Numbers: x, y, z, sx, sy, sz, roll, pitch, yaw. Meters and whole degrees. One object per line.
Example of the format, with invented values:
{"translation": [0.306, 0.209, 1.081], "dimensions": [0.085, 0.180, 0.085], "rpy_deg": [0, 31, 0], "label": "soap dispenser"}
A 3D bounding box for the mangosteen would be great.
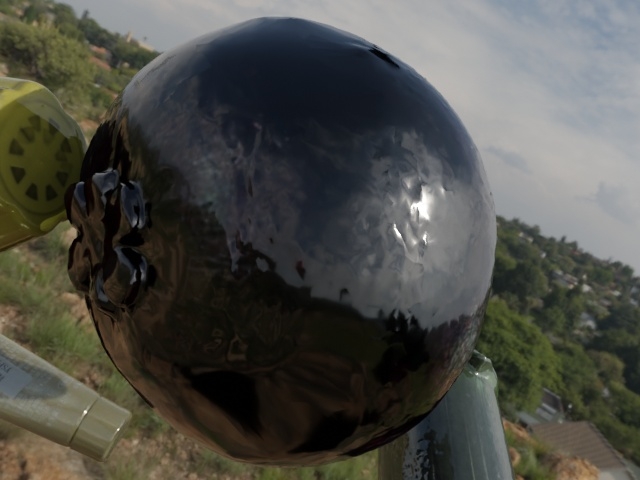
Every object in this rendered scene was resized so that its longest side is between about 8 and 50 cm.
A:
{"translation": [0.000, 0.000, 0.547], "dimensions": [0.435, 0.381, 0.382], "rpy_deg": [1, 24, -43], "label": "mangosteen"}

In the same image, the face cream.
{"translation": [-0.452, 0.215, 0.868], "dimensions": [0.342, 0.084, 0.137], "rpy_deg": [28, 48, -3], "label": "face cream"}

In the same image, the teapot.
{"translation": [0.146, 0.311, 0.764], "dimensions": [0.201, 0.270, 0.337], "rpy_deg": [24, 33, -10], "label": "teapot"}

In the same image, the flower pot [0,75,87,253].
{"translation": [-0.327, -0.067, 0.534], "dimensions": [0.179, 0.195, 0.195], "rpy_deg": [-4, 0, 18], "label": "flower pot"}
